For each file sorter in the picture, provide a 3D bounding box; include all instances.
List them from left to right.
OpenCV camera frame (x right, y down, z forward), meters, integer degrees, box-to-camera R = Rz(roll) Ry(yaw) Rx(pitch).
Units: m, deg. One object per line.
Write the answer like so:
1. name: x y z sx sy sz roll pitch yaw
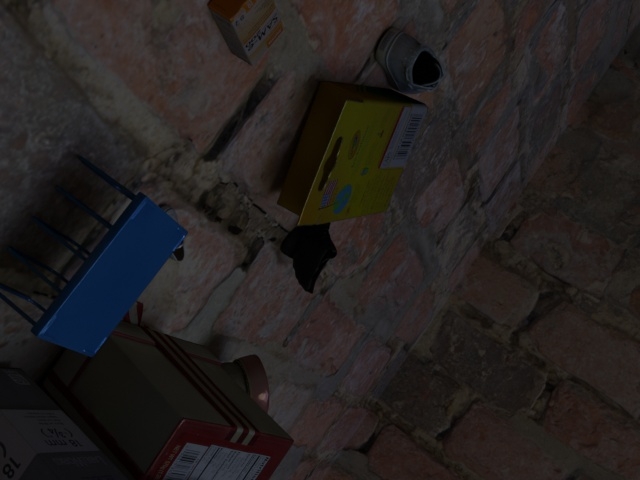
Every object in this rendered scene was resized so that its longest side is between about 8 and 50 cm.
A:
1. file sorter: -0.246 0.015 0.902 0.170 0.104 0.118 -53 161 -7

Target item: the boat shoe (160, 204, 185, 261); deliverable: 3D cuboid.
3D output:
1. boat shoe: -0.189 -0.006 1.104 0.035 0.035 0.100 -44 157 -30

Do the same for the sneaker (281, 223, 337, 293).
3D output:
1. sneaker: 0.000 -0.001 1.468 0.170 0.089 0.051 -51 159 -12

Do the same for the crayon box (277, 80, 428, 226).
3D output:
1. crayon box: 0.046 -0.138 1.345 0.318 0.081 0.202 -12 127 -63

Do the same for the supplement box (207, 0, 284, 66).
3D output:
1. supplement box: -0.081 -0.249 0.967 0.062 0.036 0.098 -52 160 -9

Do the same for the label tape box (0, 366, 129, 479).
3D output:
1. label tape box: -0.310 0.319 0.883 0.241 0.333 0.106 -57 153 4

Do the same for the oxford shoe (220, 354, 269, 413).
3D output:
1. oxford shoe: -0.208 0.332 1.516 0.146 0.140 0.397 -5 139 -26

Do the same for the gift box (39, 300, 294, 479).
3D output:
1. gift box: -0.232 0.237 1.083 0.255 0.258 0.276 -54 141 0

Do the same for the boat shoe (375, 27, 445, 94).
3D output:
1. boat shoe: 0.158 -0.277 1.412 0.079 0.081 0.227 -58 160 6
